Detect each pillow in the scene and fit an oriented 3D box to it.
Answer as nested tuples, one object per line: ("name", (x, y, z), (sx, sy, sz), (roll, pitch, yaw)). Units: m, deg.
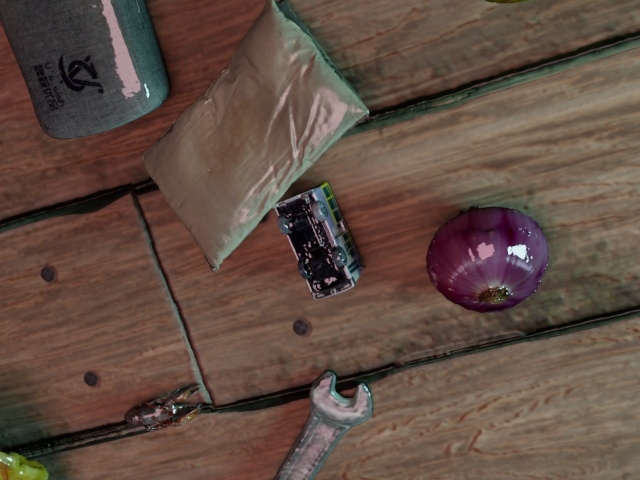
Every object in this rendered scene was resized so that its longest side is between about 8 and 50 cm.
("pillow", (-0.070, -0.099, 1.076), (0.230, 0.050, 0.148), (-46, 67, 25))

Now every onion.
("onion", (0.153, 0.013, 1.052), (0.115, 0.104, 0.115), (-10, 145, -7))

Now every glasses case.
("glasses case", (-0.248, -0.260, 1.064), (0.131, 0.074, 0.323), (-13, 104, 18))

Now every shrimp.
("shrimp", (-0.163, 0.183, 1.214), (0.092, 0.029, 0.038), (-23, 101, 15))

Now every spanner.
("spanner", (-0.035, 0.265, 1.206), (0.071, 0.017, 0.302), (30, 107, 2))

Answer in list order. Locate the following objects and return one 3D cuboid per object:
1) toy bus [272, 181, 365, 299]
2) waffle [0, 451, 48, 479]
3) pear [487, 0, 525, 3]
("toy bus", (0.000, 0.000, 1.098), (0.052, 0.058, 0.102), (-21, 97, 24))
("waffle", (-0.443, 0.303, 1.228), (0.325, 0.068, 0.302), (-20, 136, 9))
("pear", (0.202, -0.293, 0.858), (0.292, 0.292, 0.159), (-19, 112, 18))
